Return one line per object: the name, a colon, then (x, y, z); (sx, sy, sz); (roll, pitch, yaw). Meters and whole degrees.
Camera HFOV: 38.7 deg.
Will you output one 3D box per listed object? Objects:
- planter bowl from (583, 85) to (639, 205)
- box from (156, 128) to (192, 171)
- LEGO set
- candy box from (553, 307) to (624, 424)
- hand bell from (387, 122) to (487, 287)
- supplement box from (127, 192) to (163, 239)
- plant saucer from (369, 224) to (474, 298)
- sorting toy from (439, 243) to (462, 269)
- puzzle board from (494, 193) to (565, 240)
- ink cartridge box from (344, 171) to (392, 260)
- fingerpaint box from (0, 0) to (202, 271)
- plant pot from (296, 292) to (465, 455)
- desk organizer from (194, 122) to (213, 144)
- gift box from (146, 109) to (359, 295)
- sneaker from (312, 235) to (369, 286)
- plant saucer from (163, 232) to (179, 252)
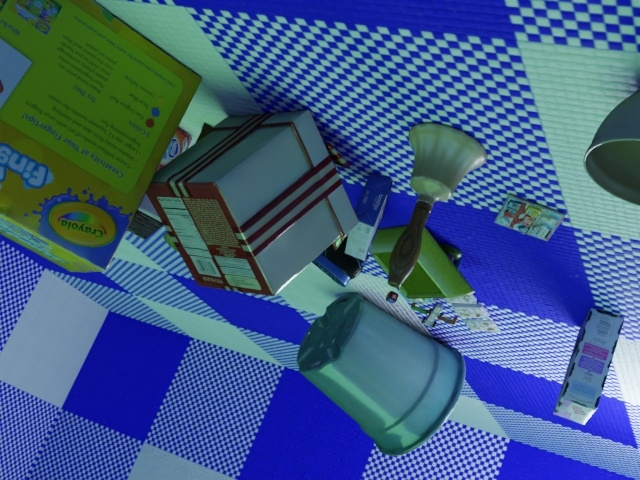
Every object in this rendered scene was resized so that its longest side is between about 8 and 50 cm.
planter bowl: (0.396, -0.117, 1.042); (0.162, 0.109, 0.162); (20, 163, 7)
box: (-0.389, -0.177, 1.829); (0.128, 0.122, 0.257); (34, 160, -32)
LEGO set: (0.279, 0.147, 2.118); (0.244, 0.060, 0.182); (-2, 146, 39)
candy box: (0.535, 0.255, 1.826); (0.070, 0.196, 0.165); (19, 162, 14)
hand bell: (0.151, -0.040, 1.357); (0.126, 0.242, 0.126); (20, 163, 7)
supplement box: (-0.377, -0.089, 2.065); (0.073, 0.130, 0.239); (28, 161, -15)
plant saucer: (0.187, 0.055, 1.830); (0.188, 0.045, 0.188); (51, 153, -18)
sorting toy: (0.250, 0.045, 1.821); (0.061, 0.042, 0.102); (23, 163, -1)
puzzle board: (0.346, -0.035, 1.517); (0.096, 0.011, 0.128); (21, 163, 7)
ink cartridge box: (0.087, -0.040, 1.681); (0.046, 0.097, 0.207); (22, 163, 5)
fingerpaint box: (-0.468, -0.212, 1.413); (0.445, 0.371, 0.163); (33, 160, -30)
plant pot: (0.139, 0.332, 2.387); (0.334, 0.341, 0.341); (38, 159, -19)
desk organizer: (-0.173, -0.165, 1.715); (0.130, 0.050, 0.047); (25, 163, -7)
gift box: (-0.106, -0.059, 1.554); (0.255, 0.258, 0.276); (10, 132, 44)
sneaker: (0.000, 0.000, 1.962); (0.232, 0.090, 0.081); (40, 169, 19)
plant saucer: (-0.309, 0.024, 2.472); (0.241, 0.037, 0.241); (22, 163, 7)
